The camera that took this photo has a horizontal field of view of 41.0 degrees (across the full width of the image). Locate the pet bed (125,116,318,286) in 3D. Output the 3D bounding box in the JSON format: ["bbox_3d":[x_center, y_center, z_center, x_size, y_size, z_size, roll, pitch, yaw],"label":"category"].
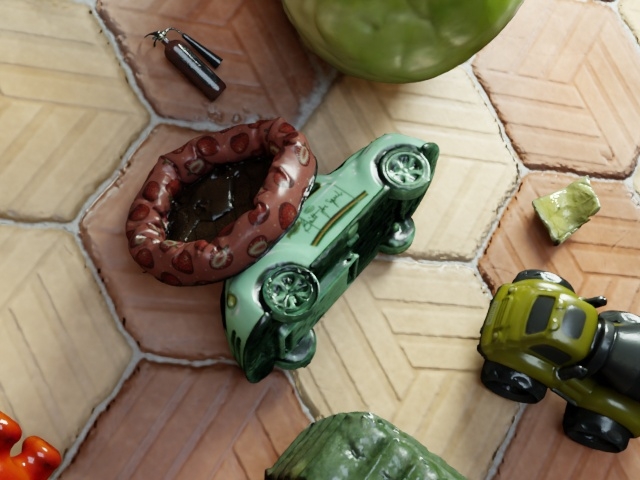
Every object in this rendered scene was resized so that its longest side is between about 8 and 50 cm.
[{"bbox_3d":[-0.097,-0.038,0.816,0.201,0.201,0.053,-55,134,-22],"label":"pet bed"}]

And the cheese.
[{"bbox_3d":[0.292,-0.036,1.014,0.084,0.041,0.060,-30,79,-7],"label":"cheese"}]

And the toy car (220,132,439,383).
[{"bbox_3d":[0.000,0.000,0.862,0.125,0.136,0.306,34,65,16],"label":"toy car"}]

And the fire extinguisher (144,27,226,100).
[{"bbox_3d":[-0.137,-0.199,0.920,0.100,0.032,0.046,44,78,-9],"label":"fire extinguisher"}]

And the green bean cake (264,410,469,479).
[{"bbox_3d":[0.053,0.236,0.790,0.181,0.173,0.094,38,66,-4],"label":"green bean cake"}]

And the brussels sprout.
[{"bbox_3d":[0.081,-0.304,0.907,0.316,0.243,0.274,3,68,-14],"label":"brussels sprout"}]

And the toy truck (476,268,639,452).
[{"bbox_3d":[0.290,0.120,0.903,0.224,0.165,0.147,28,69,-9],"label":"toy truck"}]

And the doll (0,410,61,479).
[{"bbox_3d":[-0.317,0.260,0.702,0.245,0.076,0.142,-54,136,-17],"label":"doll"}]
